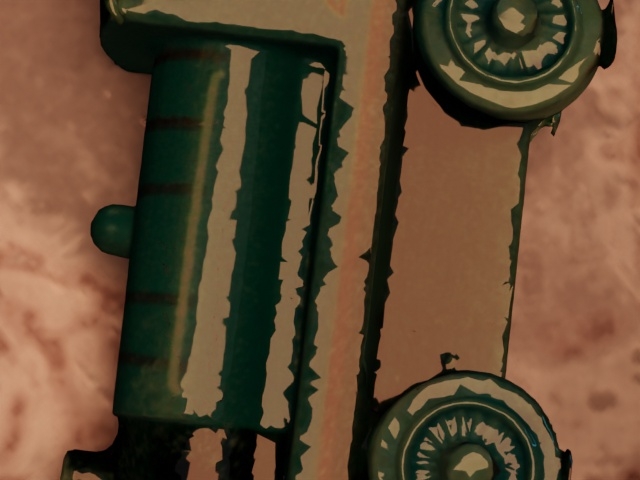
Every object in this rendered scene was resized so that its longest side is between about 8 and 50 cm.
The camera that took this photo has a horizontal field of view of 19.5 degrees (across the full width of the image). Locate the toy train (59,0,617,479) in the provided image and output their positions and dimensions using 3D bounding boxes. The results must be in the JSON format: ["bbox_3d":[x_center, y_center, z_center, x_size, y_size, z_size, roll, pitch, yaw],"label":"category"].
[{"bbox_3d":[0.000,0.000,0.703,0.194,0.120,0.298,7,82,-4],"label":"toy train"}]
